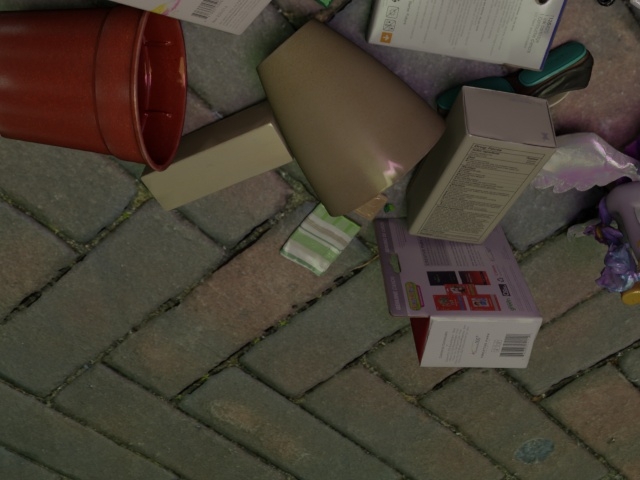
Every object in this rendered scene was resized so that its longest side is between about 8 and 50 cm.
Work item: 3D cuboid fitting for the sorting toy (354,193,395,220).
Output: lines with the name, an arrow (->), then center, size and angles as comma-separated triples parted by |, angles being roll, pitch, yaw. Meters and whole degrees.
sorting toy -> 0.108, -0.071, 1.386 | 0.083, 0.012, 0.062 | 28, 115, -17

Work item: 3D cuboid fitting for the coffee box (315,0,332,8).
coffee box -> 0.014, -0.475, 1.071 | 0.113, 0.040, 0.184 | 26, 120, -18

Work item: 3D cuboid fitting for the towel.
towel -> 0.000, 0.000, 1.426 | 0.113, 0.023, 0.152 | 28, 120, -22

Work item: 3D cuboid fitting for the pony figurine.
pony figurine -> 0.574, -0.074, 1.246 | 0.351, 0.363, 0.303 | -26, 132, 34

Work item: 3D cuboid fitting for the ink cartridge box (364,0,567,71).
ink cartridge box -> 0.252, -0.445, 1.092 | 0.307, 0.072, 0.303 | 6, 123, -9

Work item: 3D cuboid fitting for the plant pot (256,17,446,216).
plant pot -> 0.029, -0.226, 1.151 | 0.256, 0.256, 0.274 | -35, 104, 21

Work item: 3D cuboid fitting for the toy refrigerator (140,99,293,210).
toy refrigerator -> -0.181, -0.152, 1.243 | 0.269, 0.102, 0.094 | -20, 124, 17

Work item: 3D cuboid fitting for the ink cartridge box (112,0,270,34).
ink cartridge box -> -0.210, -0.417, 0.912 | 0.353, 0.119, 0.207 | 2, 154, -43

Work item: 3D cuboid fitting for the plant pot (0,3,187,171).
plant pot -> -0.378, -0.254, 1.091 | 0.265, 0.272, 0.272 | 4, 126, 4

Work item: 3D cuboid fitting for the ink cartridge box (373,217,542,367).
ink cartridge box -> 0.243, 0.092, 1.329 | 0.272, 0.309, 0.130 | 2, 126, -3

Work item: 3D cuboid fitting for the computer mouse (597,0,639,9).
computer mouse -> 0.561, -0.417, 1.141 | 0.193, 0.042, 0.106 | 16, 122, -14

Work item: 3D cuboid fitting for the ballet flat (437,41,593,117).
ballet flat -> 0.352, -0.255, 1.219 | 0.280, 0.095, 0.096 | -19, 133, 11

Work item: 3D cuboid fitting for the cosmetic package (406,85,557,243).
cosmetic package -> 0.275, -0.123, 1.230 | 0.160, 0.113, 0.309 | 8, 147, -10
